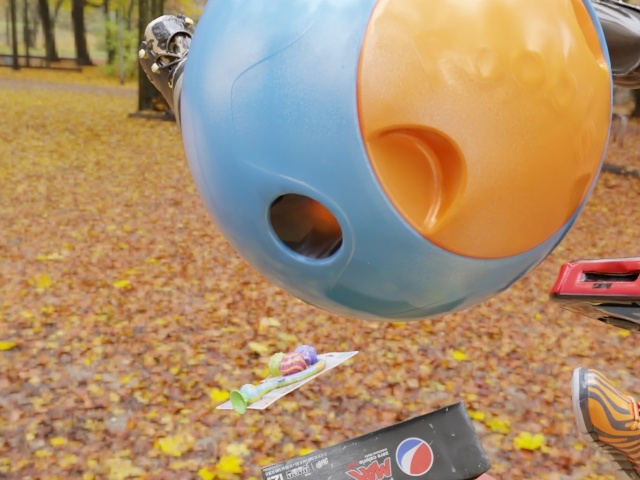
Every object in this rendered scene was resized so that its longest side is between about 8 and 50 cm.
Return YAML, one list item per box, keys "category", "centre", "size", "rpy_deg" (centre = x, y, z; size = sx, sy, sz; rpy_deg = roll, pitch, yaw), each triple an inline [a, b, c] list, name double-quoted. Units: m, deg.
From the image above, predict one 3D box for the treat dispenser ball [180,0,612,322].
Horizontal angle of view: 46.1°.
- category: "treat dispenser ball"
  centre: [0.049, -0.088, 0.520]
  size: [0.288, 0.288, 0.288]
  rpy_deg: [3, 14, -1]

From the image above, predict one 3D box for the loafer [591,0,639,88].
- category: "loafer"
  centre: [0.280, -0.215, 0.788]
  size: [0.078, 0.080, 0.220]
  rpy_deg: [11, 17, -22]

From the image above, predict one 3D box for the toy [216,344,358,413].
- category: "toy"
  centre: [-0.062, 0.227, 1.320]
  size: [0.136, 0.056, 0.237]
  rpy_deg: [-14, 9, 47]

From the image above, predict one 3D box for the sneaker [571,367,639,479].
- category: "sneaker"
  centre: [0.536, 0.295, 1.214]
  size: [0.180, 0.321, 0.125]
  rpy_deg: [-15, 45, 36]

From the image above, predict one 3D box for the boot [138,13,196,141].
- category: "boot"
  centre: [-0.208, -0.262, 1.254]
  size: [0.138, 0.284, 0.377]
  rpy_deg: [-35, -19, 0]

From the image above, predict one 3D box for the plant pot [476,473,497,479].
- category: "plant pot"
  centre: [0.212, 0.467, 0.979]
  size: [0.274, 0.275, 0.243]
  rpy_deg: [0, 1, -14]

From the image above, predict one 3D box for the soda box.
- category: "soda box"
  centre: [0.042, 0.183, 0.588]
  size: [0.168, 0.060, 0.053]
  rpy_deg: [-17, -24, -8]

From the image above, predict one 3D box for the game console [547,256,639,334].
- category: "game console"
  centre: [0.485, 0.100, 0.837]
  size: [0.341, 0.060, 0.386]
  rpy_deg: [23, -10, -16]
